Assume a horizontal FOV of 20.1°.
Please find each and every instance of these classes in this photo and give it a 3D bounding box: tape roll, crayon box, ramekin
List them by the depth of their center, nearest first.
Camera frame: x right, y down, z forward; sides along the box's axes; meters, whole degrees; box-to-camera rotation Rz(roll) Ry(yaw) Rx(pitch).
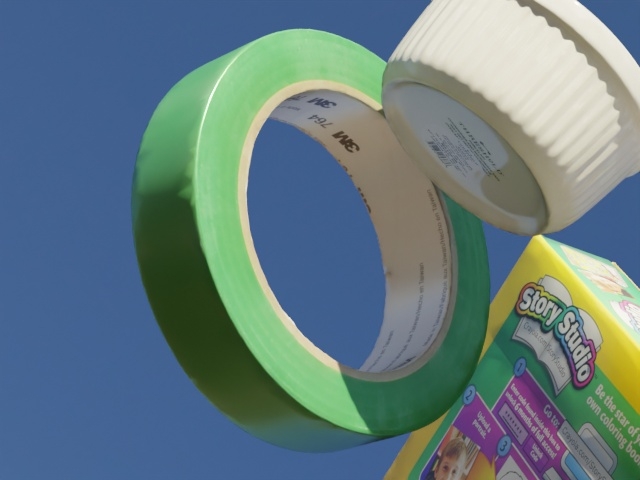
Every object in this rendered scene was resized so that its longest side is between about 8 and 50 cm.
[{"bbox_3d":[0.142,-0.097,1.353,0.207,0.109,0.207,38,-17,14],"label":"ramekin"},{"bbox_3d":[0.000,0.000,1.388,0.077,0.321,0.321,-21,-75,42],"label":"tape roll"},{"bbox_3d":[0.209,0.213,1.521,0.106,0.363,0.313,23,-72,-27],"label":"crayon box"}]
